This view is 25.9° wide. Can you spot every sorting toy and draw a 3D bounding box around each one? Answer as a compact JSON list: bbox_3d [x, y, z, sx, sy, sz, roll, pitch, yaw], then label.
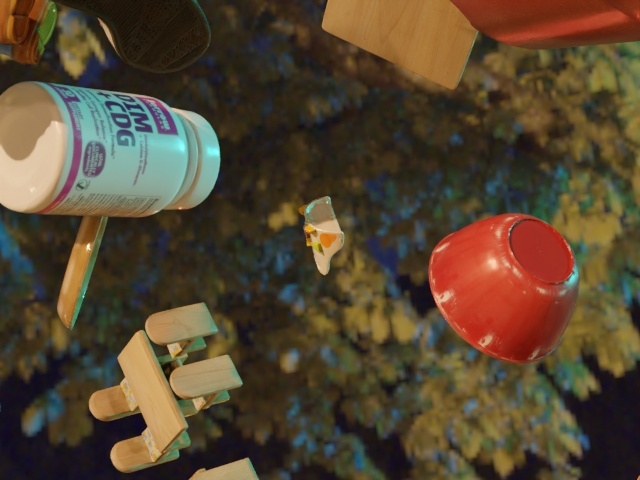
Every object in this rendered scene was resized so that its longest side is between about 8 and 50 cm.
[{"bbox_3d":[0.000,0.000,1.725,0.045,0.083,0.075,-8,-55,-8],"label":"sorting toy"},{"bbox_3d":[0.154,-0.411,2.303,0.255,0.089,0.257,26,-36,7],"label":"sorting toy"}]

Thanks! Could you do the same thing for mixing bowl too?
[{"bbox_3d":[0.224,0.038,1.575,0.181,0.181,0.098,3,-34,-27],"label":"mixing bowl"}]

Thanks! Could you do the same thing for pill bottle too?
[{"bbox_3d":[-0.272,-0.111,1.771,0.160,0.160,0.283,-23,-15,37],"label":"pill bottle"}]

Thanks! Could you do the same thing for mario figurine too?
[{"bbox_3d":[-0.447,-0.300,1.497,0.320,0.170,0.198,15,-45,6],"label":"mario figurine"}]

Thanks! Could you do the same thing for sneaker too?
[{"bbox_3d":[-0.238,-0.302,1.479,0.124,0.178,0.295,-34,-30,12],"label":"sneaker"}]

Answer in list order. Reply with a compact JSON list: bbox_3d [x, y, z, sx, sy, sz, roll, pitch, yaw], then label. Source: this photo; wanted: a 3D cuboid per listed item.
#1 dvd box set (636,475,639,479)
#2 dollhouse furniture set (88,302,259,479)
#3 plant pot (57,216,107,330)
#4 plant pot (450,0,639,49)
[{"bbox_3d":[0.462,0.435,1.647,0.307,0.420,0.062,32,-9,28],"label":"dvd box set"},{"bbox_3d":[-0.205,0.236,1.703,0.161,0.242,0.212,-12,-25,-37],"label":"dollhouse furniture set"},{"bbox_3d":[-0.368,0.023,2.166,0.032,0.236,0.236,17,-24,-6],"label":"plant pot"},{"bbox_3d":[0.204,-0.242,0.906,0.272,0.272,0.265,2,-1,-23],"label":"plant pot"}]
